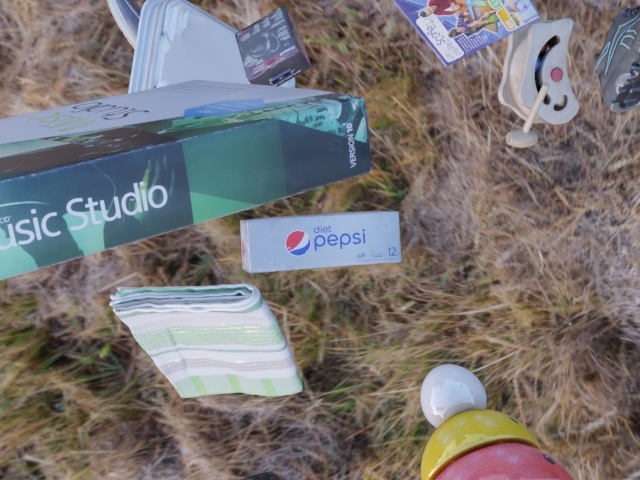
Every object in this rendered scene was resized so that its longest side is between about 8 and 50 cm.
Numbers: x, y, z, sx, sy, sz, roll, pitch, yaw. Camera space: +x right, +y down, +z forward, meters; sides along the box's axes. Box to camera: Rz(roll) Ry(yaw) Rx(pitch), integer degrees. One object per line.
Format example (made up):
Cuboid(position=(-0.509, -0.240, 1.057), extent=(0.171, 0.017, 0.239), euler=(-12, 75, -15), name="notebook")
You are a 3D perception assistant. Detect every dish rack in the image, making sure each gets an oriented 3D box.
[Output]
Cuboid(position=(-0.158, -0.235, 1.506), extent=(0.072, 0.333, 0.285), euler=(-11, 66, 42), name="dish rack")

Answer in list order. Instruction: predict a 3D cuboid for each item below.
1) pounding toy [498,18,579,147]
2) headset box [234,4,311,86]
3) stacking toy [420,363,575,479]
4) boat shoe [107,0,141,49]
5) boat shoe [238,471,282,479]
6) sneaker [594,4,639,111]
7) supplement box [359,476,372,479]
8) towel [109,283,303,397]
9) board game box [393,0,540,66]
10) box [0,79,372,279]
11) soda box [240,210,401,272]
Cuboid(position=(0.464, -0.312, 1.822), extent=(0.154, 0.155, 0.269), euler=(7, 96, -25), name="pounding toy")
Cuboid(position=(-0.049, -0.193, 0.936), extent=(0.062, 0.032, 0.083), euler=(-28, 51, 14), name="headset box")
Cuboid(position=(0.276, 0.399, 1.508), extent=(0.351, 0.350, 0.479), euler=(-30, 49, 11), name="stacking toy")
Cuboid(position=(-0.262, -0.334, 1.609), extent=(0.092, 0.103, 0.285), euler=(-36, 97, 10), name="boat shoe")
Cuboid(position=(-0.068, 0.462, 1.363), extent=(0.123, 0.324, 0.119), euler=(-12, 101, -8), name="boat shoe")
Cuboid(position=(0.455, -0.296, 1.275), extent=(0.101, 0.267, 0.106), euler=(-6, 62, -17), name="sneaker")
Cuboid(position=(0.023, 0.508, 1.607), extent=(0.188, 0.104, 0.080), euler=(-30, 104, 24), name="supplement box")
Cuboid(position=(-0.081, 0.082, 0.691), extent=(0.113, 0.152, 0.023), euler=(-2, 54, 13), name="towel")
Cuboid(position=(0.167, -0.300, 1.095), extent=(0.136, 0.201, 0.035), euler=(-24, 58, 21), name="board game box")
Cuboid(position=(-0.163, -0.045, 0.579), extent=(0.232, 0.322, 0.058), euler=(17, 121, 53), name="box")
Cuboid(position=(0.000, 0.000, 1.673), extent=(0.286, 0.091, 0.098), euler=(-4, 93, -13), name="soda box")
